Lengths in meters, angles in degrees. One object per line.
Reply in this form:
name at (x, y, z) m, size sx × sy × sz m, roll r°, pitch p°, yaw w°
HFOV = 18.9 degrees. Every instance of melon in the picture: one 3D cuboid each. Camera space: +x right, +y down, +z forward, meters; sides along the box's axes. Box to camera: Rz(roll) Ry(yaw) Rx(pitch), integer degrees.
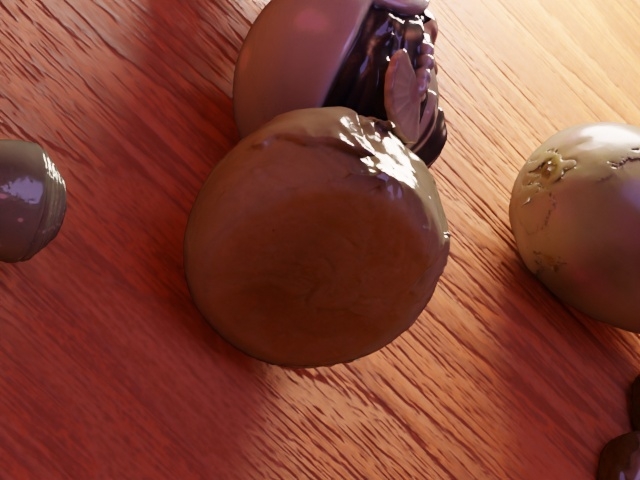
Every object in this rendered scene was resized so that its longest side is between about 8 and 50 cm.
melon at (0.355, -0.012, 2.198) m, size 0.317 × 0.223 × 0.223 m, roll 27°, pitch 49°, yaw -33°

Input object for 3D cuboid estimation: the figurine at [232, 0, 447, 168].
figurine at (0.014, -0.191, 1.961) m, size 0.211 × 0.253 × 0.361 m, roll -4°, pitch 51°, yaw -1°

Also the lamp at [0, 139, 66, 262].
lamp at (-0.302, -0.043, 1.610) m, size 0.193 × 0.106 × 0.106 m, roll 14°, pitch 56°, yaw -30°

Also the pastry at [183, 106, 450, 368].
pastry at (-0.001, 0.002, 1.785) m, size 0.265 × 0.265 × 0.133 m, roll 40°, pitch 25°, yaw -23°

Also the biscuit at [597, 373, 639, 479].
biscuit at (0.500, 0.337, 2.253) m, size 0.432 × 0.064 × 0.283 m, roll 48°, pitch 39°, yaw -13°
